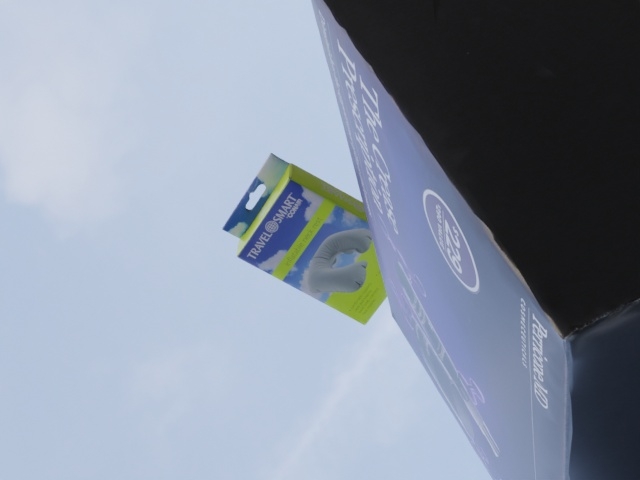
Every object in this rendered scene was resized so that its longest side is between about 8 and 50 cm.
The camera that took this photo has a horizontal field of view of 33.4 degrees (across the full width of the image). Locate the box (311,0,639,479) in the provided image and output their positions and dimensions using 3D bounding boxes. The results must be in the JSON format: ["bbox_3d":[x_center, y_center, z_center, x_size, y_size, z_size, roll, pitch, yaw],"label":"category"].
[{"bbox_3d":[0.096,0.014,0.455,0.103,0.261,0.184,-28,-125,-7],"label":"box"}]

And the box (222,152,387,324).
[{"bbox_3d":[0.000,0.000,1.085,0.178,0.109,0.042,28,-155,-15],"label":"box"}]
